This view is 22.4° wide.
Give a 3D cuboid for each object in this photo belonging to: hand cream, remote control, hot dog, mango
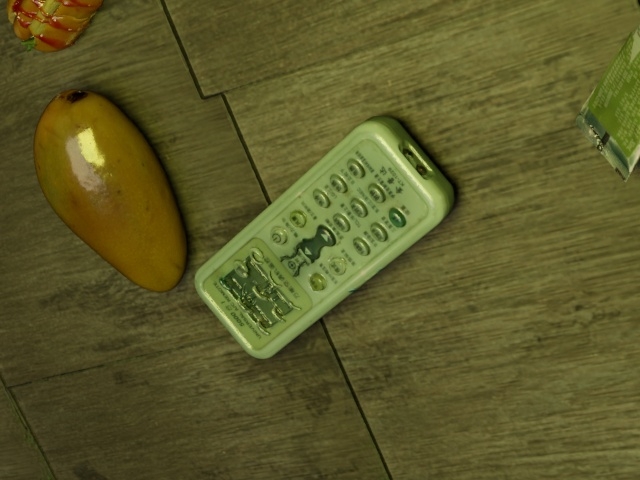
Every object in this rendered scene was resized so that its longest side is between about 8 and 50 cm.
[{"bbox_3d":[0.299,-0.166,1.426,0.086,0.055,0.235,58,139,35],"label":"hand cream"},{"bbox_3d":[0.000,0.000,1.693,0.128,0.065,0.335,49,129,-1],"label":"remote control"},{"bbox_3d":[-0.262,-0.296,1.701,0.104,0.076,0.250,48,131,3],"label":"hot dog"},{"bbox_3d":[-0.231,-0.050,1.786,0.138,0.113,0.253,-17,111,33],"label":"mango"}]
